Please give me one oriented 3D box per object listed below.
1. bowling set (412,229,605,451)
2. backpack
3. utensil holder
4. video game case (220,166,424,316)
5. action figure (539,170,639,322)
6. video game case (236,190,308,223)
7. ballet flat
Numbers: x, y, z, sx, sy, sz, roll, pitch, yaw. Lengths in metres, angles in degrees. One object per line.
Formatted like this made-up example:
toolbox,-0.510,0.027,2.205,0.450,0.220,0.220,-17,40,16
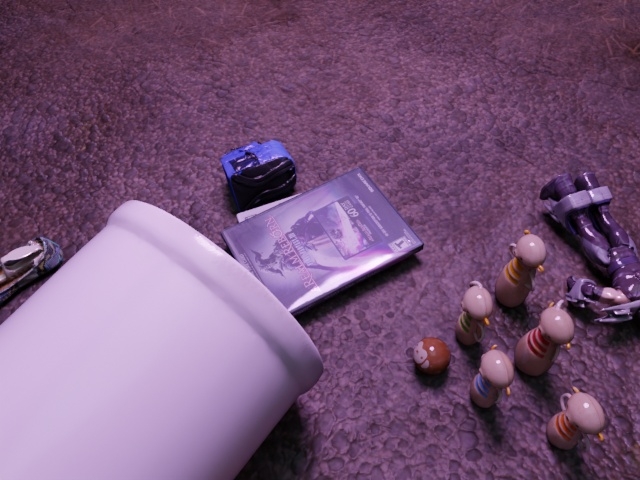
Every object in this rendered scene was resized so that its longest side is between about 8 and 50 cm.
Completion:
bowling set,0.233,0.145,0.711,0.200,0.154,0.286,-10,56,-3
backpack,-0.109,-0.127,0.945,0.120,0.098,0.101,-22,54,-10
utensil holder,-0.240,0.198,0.605,0.328,0.327,0.385,31,65,21
video game case,0.000,0.000,0.872,0.274,0.026,0.196,-26,58,-14
action figure,0.454,0.023,0.818,0.186,0.099,0.284,-11,60,-12
video game case,-0.034,0.004,0.900,0.173,0.022,0.190,-19,57,-8
ballet flat,-0.520,0.056,0.869,0.188,0.070,0.070,-41,63,-21
